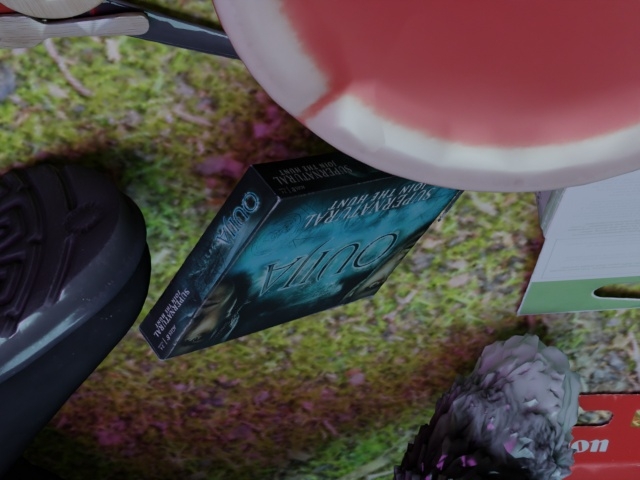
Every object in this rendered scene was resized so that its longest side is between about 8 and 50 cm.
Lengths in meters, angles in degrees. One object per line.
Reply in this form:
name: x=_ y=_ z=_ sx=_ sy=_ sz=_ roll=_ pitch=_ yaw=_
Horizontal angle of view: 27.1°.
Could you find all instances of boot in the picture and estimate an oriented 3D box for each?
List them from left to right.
boot: x=-0.153 y=0.186 z=0.863 sx=0.367 sy=0.146 sz=0.445 roll=-28 pitch=129 yaw=15

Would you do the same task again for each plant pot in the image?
plant pot: x=0.065 y=-0.167 z=0.467 sx=0.275 sy=0.243 sz=0.275 roll=2 pitch=134 yaw=2

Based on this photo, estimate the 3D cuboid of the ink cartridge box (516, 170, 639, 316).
ink cartridge box: x=0.210 y=-0.025 z=0.777 sx=0.171 sy=0.056 sz=0.235 roll=-4 pitch=158 yaw=-3

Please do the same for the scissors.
scissors: x=-0.144 y=-0.119 z=0.679 sx=0.297 sy=0.021 sz=0.109 roll=25 pitch=122 yaw=-27

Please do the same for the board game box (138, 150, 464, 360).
board game box: x=0.000 y=0.000 z=0.724 sx=0.186 sy=0.026 sz=0.126 roll=-14 pitch=148 yaw=-50

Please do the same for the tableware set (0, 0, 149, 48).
tableware set: x=-0.181 y=-0.133 z=0.620 sx=0.194 sy=0.039 sz=0.128 roll=-5 pitch=131 yaw=-3

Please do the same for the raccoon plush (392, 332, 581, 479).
raccoon plush: x=-0.059 y=0.184 z=0.764 sx=0.216 sy=0.446 sz=0.299 roll=3 pitch=149 yaw=45

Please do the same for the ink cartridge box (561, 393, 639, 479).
ink cartridge box: x=0.171 y=0.206 z=0.985 sx=0.181 sy=0.056 sz=0.224 roll=-1 pitch=134 yaw=-7
